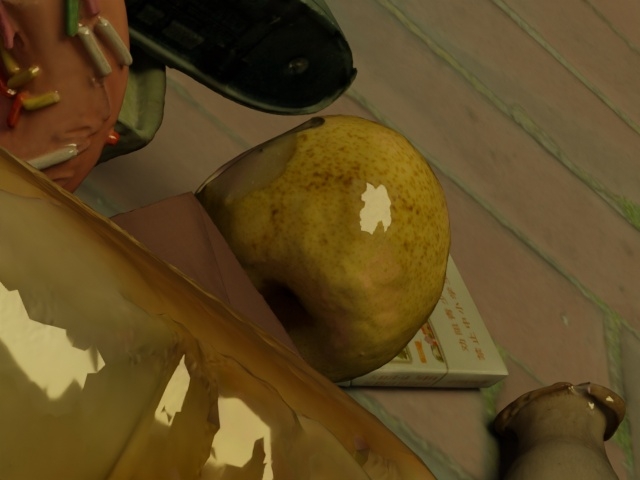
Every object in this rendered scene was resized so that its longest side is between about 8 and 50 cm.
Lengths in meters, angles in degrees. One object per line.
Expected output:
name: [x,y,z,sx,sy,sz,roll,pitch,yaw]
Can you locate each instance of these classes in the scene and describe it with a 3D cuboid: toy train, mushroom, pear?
toy train: [-0.121,-0.181,1.100,0.407,0.086,0.088,31,26,-48]
mushroom: [0.166,0.173,1.378,0.088,0.097,0.212,36,31,-11]
pear: [0.000,0.000,1.236,0.178,0.178,0.178,37,33,-29]

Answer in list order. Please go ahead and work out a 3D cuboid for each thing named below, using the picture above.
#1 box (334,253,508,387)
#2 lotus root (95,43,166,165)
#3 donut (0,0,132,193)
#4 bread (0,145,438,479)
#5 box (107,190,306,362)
box: [0.044,0.047,1.400,0.220,0.032,0.122,8,53,-54]
lotus root: [-0.200,-0.123,1.112,0.235,0.138,0.119,33,39,-34]
donut: [-0.199,-0.073,0.982,0.085,0.233,0.199,-138,-142,-60]
bread: [-0.113,0.085,0.820,0.424,0.245,0.329,38,51,-29]
box: [-0.092,0.092,1.088,0.215,0.086,0.215,57,29,5]
